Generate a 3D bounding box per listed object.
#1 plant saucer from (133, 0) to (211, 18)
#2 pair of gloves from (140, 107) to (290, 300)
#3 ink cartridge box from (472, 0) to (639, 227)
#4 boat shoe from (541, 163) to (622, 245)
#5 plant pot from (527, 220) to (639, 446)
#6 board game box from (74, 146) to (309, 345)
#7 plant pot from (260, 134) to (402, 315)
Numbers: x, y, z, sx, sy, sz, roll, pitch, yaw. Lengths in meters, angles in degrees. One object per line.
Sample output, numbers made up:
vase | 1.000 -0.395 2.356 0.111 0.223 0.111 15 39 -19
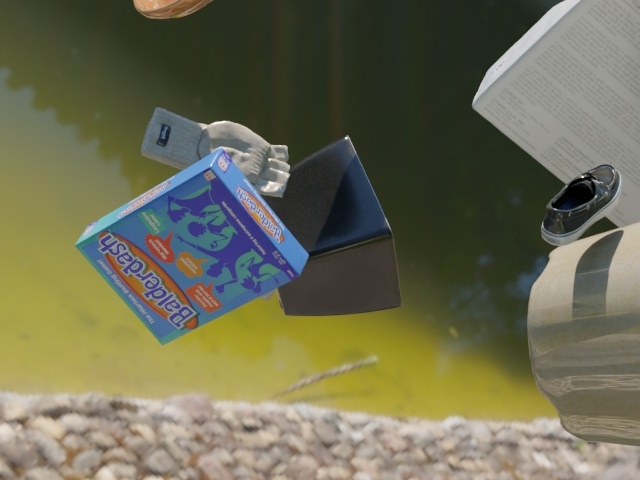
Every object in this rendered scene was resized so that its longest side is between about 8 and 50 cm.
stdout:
plant saucer | -0.156 -0.356 1.696 0.037 0.200 0.200 45 26 -32
pair of gloves | -0.142 -0.044 1.691 0.204 0.042 0.240 11 65 -12
ink cartridge box | 0.417 -0.195 1.561 0.308 0.385 0.091 38 42 -9
boat shoe | 0.268 -0.045 1.327 0.049 0.040 0.142 20 41 27
plant pot | 0.397 0.093 1.350 0.333 0.305 0.334 12 73 -45
board game box | -0.144 0.011 1.454 0.160 0.210 0.047 51 32 -19
plant pot | 0.000 0.000 1.833 0.188 0.167 0.187 76 -7 -54
